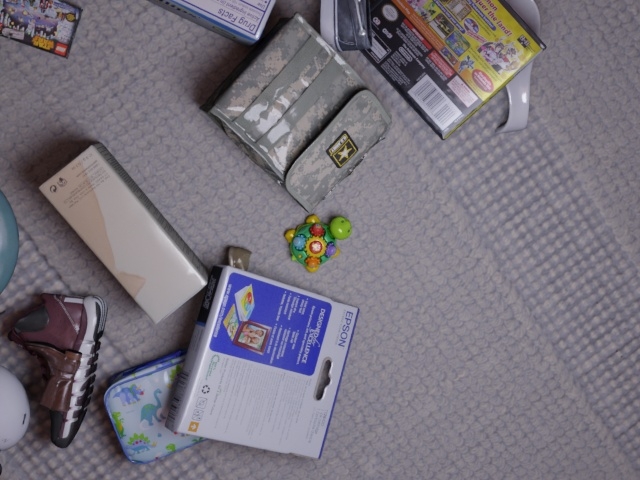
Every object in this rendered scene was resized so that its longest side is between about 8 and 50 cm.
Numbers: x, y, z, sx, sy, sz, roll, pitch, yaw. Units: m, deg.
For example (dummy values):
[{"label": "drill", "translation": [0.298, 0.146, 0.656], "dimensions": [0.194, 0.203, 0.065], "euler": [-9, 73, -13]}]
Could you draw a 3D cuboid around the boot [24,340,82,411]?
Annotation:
[{"label": "boot", "translation": [-0.478, 0.239, 1.547], "dimensions": [0.107, 0.037, 0.114], "euler": [16, 91, 3]}]

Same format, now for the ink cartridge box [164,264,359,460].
[{"label": "ink cartridge box", "translation": [-0.099, 0.228, 1.631], "dimensions": [0.307, 0.072, 0.303], "euler": [21, 81, -35]}]

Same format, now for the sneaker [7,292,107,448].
[{"label": "sneaker", "translation": [-0.495, 0.226, 1.614], "dimensions": [0.163, 0.106, 0.281], "euler": [12, 87, -3]}]

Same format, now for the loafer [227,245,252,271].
[{"label": "loafer", "translation": [-0.147, 0.083, 1.657], "dimensions": [0.050, 0.056, 0.147], "euler": [-3, 98, -1]}]

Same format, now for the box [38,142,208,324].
[{"label": "box", "translation": [-0.341, -0.016, 1.573], "dimensions": [0.121, 0.148, 0.311], "euler": [-38, 99, -1]}]

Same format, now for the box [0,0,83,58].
[{"label": "box", "translation": [-0.499, -0.387, 1.561], "dimensions": [0.137, 0.027, 0.093], "euler": [17, 95, -10]}]

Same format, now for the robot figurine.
[{"label": "robot figurine", "translation": [-0.653, 0.324, 1.560], "dimensions": [0.278, 0.173, 0.209], "euler": [-23, 111, -5]}]

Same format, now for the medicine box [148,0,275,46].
[{"label": "medicine box", "translation": [-0.175, -0.522, 1.528], "dimensions": [0.264, 0.149, 0.289], "euler": [24, 94, -10]}]

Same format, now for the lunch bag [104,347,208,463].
[{"label": "lunch bag", "translation": [-0.280, 0.300, 1.649], "dimensions": [0.219, 0.090, 0.176], "euler": [-21, 101, -5]}]

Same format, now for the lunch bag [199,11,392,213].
[{"label": "lunch bag", "translation": [-0.032, -0.218, 1.583], "dimensions": [0.287, 0.169, 0.235], "euler": [43, 86, -18]}]

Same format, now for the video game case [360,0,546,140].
[{"label": "video game case", "translation": [0.225, -0.365, 1.613], "dimensions": [0.248, 0.035, 0.275], "euler": [-42, 92, 16]}]

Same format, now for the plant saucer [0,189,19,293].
[{"label": "plant saucer", "translation": [-0.704, 0.002, 1.575], "dimensions": [0.318, 0.044, 0.317], "euler": [-1, 97, -8]}]

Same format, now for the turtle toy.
[{"label": "turtle toy", "translation": [0.000, 0.000, 1.662], "dimensions": [0.130, 0.066, 0.095], "euler": [-35, 101, -2]}]

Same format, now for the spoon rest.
[{"label": "spoon rest", "translation": [0.354, -0.340, 1.661], "dimensions": [0.137, 0.084, 0.276], "euler": [-10, 99, -7]}]

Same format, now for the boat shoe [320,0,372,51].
[{"label": "boat shoe", "translation": [0.057, -0.487, 1.567], "dimensions": [0.102, 0.108, 0.301], "euler": [2, 93, 18]}]
